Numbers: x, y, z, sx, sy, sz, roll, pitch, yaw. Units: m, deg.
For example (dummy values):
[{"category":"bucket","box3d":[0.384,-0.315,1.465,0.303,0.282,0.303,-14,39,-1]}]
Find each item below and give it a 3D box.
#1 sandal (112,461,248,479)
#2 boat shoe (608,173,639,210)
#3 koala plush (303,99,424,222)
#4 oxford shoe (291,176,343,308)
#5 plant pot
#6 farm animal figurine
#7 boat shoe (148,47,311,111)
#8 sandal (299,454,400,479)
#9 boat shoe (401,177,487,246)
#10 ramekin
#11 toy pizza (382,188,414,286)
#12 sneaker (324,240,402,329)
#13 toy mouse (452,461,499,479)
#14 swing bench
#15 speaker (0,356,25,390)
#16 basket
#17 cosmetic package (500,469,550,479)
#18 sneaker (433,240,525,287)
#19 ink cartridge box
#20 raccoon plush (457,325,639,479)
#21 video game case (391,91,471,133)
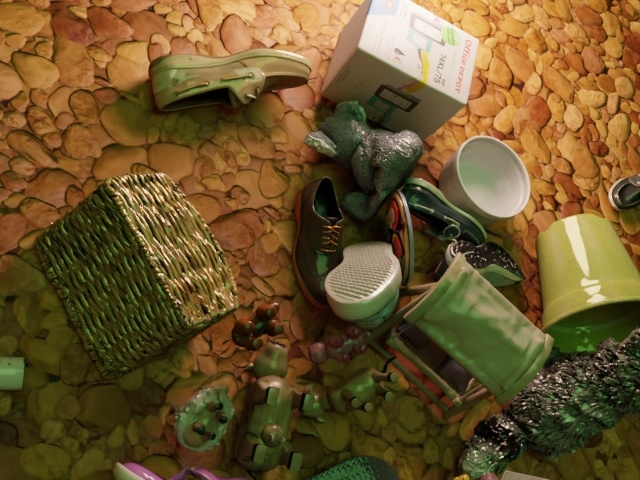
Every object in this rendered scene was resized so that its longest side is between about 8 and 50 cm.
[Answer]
[{"category":"sandal","box3d":[-0.144,0.435,1.154,0.416,0.169,0.102,34,66,-18]},{"category":"boat shoe","box3d":[0.869,-0.146,1.922,0.233,0.079,0.084,-23,83,-29]},{"category":"koala plush","box3d":[0.088,-0.196,1.515,0.221,0.203,0.196,39,58,7]},{"category":"oxford shoe","box3d":[0.000,0.000,1.433,0.097,0.098,0.271,1,70,-25]},{"category":"plant pot","box3d":[0.609,0.088,1.616,0.276,0.276,0.253,9,56,-22]},{"category":"farm animal figurine","box3d":[-0.060,0.274,1.269,0.330,0.172,0.326,35,71,-18]},{"category":"boat shoe","box3d":[-0.178,-0.321,1.472,0.341,0.121,0.110,-8,78,-17]},{"category":"sandal","box3d":[0.024,0.458,1.299,0.255,0.054,0.097,-6,66,-18]},{"category":"boat shoe","box3d":[0.272,-0.045,1.575,0.255,0.095,0.079,35,72,-33]},{"category":"ramekin","box3d":[0.375,-0.130,1.659,0.207,0.109,0.207,9,67,-23]},{"category":"toy pizza","box3d":[0.156,-0.005,1.460,0.032,0.201,0.201,-5,71,-5]},{"category":"sneaker","box3d":[0.096,0.107,1.322,0.135,0.366,0.150,-8,101,13]},{"category":"toy mouse","box3d":[0.312,0.509,1.383,0.143,0.031,0.161,41,97,-18]},{"category":"swing bench","box3d":[0.264,0.195,1.391,0.253,0.255,0.165,42,59,-5]},{"category":"speaker","box3d":[-0.541,0.209,1.117,0.136,0.055,0.055,5,68,-24]},{"category":"basket","box3d":[-0.317,0.054,1.264,0.299,0.223,0.213,59,25,5]},{"category":"cosmetic package","box3d":[0.440,0.549,1.379,0.060,0.099,0.239,-50,119,-31]},{"category":"sneaker","box3d":[0.355,0.067,1.588,0.272,0.108,0.100,7,41,-39]},{"category":"ink cartridge box","box3d":[0.178,-0.387,1.585,0.270,0.197,0.198,23,63,-16]},{"category":"raccoon plush","box3d":[0.522,0.361,1.423,0.216,0.299,0.446,49,58,-2]},{"category":"video game case","box3d":[0.227,-0.384,1.738,0.274,0.026,0.196,-33,86,-33]}]
